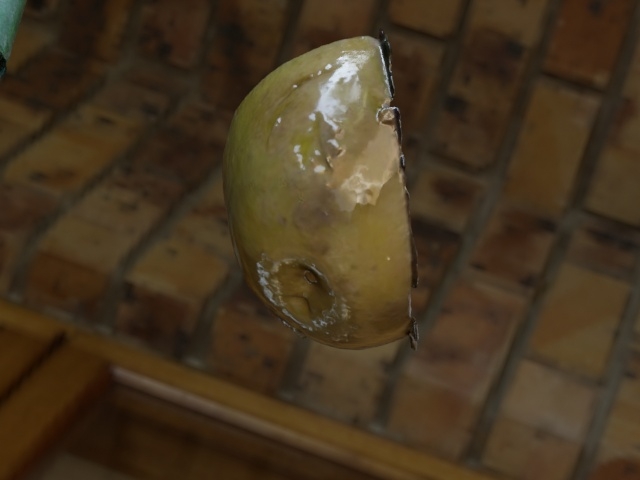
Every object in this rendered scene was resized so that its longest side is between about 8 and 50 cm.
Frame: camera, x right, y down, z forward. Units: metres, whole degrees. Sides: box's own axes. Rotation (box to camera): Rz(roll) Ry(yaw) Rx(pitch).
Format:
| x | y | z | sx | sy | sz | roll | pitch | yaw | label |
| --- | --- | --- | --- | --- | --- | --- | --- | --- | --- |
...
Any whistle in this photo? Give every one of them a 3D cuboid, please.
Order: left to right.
| x | y | z | sx | sy | sz | roll | pitch | yaw | label |
| --- | --- | --- | --- | --- | --- | --- | --- | --- | --- |
| -0.243 | -0.168 | 1.418 | 0.186 | 0.039 | 0.039 | -94 | 17 | -62 | whistle |

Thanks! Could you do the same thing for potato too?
| x | y | z | sx | sy | sz | roll | pitch | yaw | label |
| --- | --- | --- | --- | --- | --- | --- | --- | --- | --- |
| 0.000 | 0.000 | 1.048 | 0.243 | 0.098 | 0.138 | 85 | 175 | -65 | potato |
